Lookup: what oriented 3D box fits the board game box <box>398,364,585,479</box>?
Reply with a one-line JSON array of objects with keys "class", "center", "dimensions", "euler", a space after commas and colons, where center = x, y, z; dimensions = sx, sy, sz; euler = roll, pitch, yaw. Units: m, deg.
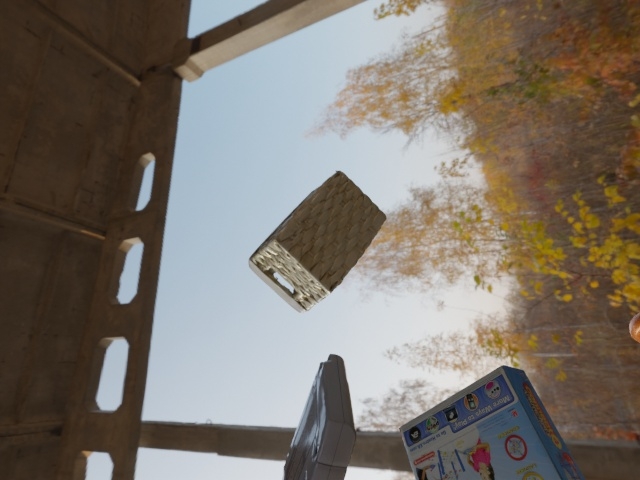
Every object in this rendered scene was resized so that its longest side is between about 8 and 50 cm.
[{"class": "board game box", "center": [0.330, 0.458, 0.806], "dimensions": [0.086, 0.308, 0.302], "euler": [20, -142, -32]}]

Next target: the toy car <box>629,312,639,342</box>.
[{"class": "toy car", "center": [0.416, 0.069, 0.421], "dimensions": [0.159, 0.182, 0.136], "euler": [38, -156, -25]}]

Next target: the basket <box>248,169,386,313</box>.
[{"class": "basket", "center": [0.000, 0.000, 0.573], "dimensions": [0.113, 0.103, 0.167], "euler": [44, -121, -6]}]

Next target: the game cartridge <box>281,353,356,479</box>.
[{"class": "game cartridge", "center": [-0.011, 0.368, 0.690], "dimensions": [0.198, 0.062, 0.298], "euler": [-106, 32, -69]}]
